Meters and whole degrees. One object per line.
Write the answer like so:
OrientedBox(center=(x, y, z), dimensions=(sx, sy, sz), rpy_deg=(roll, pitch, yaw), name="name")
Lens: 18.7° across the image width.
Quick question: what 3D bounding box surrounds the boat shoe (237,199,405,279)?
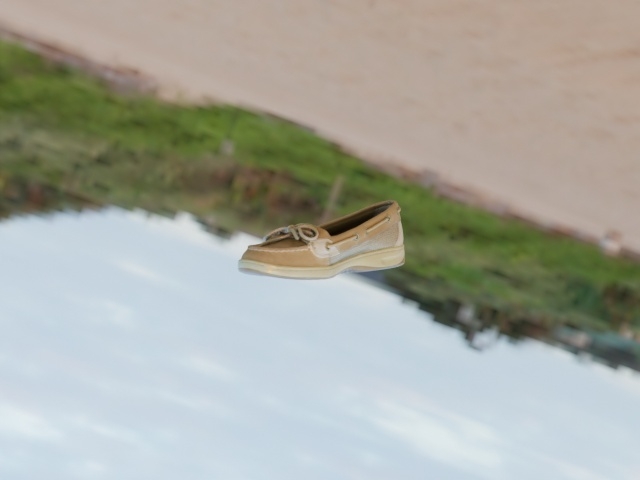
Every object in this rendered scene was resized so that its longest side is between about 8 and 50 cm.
OrientedBox(center=(0.002, 0.000, 1.379), dimensions=(0.153, 0.048, 0.056), rpy_deg=(-6, -171, -42), name="boat shoe")
